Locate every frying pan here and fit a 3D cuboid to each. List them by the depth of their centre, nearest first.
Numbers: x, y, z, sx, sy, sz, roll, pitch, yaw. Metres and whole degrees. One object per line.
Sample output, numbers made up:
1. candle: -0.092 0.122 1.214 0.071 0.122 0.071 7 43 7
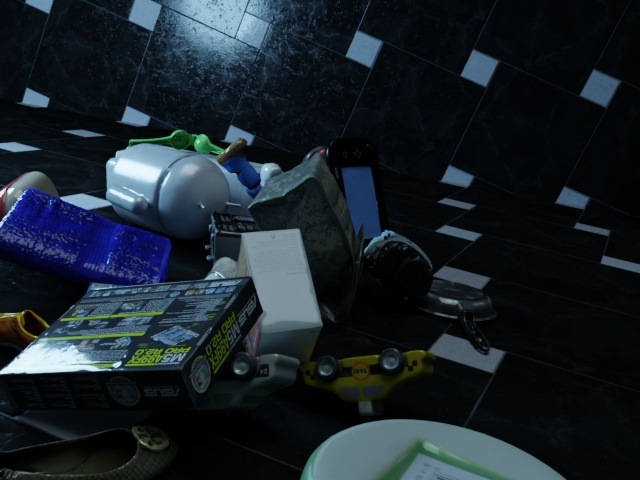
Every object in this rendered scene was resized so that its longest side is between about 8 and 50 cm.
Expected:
1. frying pan: 0.264 0.138 1.544 0.197 0.053 0.326 11 12 14

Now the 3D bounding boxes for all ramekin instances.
1. ramekin: 0.106 0.289 0.670 0.304 0.148 0.303 9 15 -2

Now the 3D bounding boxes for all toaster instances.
1. toaster: -0.154 0.010 1.627 0.186 0.110 0.168 5 16 -14

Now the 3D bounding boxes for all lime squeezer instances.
1. lime squeezer: -0.353 -0.265 2.043 0.311 0.058 0.110 10 12 0

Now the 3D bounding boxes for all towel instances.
1. towel: -0.429 0.006 1.376 0.308 0.076 0.227 19 19 -15

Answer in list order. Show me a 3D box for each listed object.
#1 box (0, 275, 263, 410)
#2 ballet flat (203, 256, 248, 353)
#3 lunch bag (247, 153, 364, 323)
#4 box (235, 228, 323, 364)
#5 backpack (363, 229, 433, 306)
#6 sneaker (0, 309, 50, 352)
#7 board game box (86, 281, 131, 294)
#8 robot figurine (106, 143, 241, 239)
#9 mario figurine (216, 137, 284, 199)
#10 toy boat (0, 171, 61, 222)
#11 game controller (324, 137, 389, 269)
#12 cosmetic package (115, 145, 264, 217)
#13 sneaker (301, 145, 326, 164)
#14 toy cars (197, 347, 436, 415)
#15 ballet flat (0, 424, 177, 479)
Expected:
1. box: -0.238 0.131 0.966 0.270 0.060 0.216 -6 25 21
2. ballet flat: -0.152 0.110 1.281 0.106 0.107 0.316 -11 22 -28
3. lunch bag: 0.000 0.000 1.474 0.169 0.286 0.235 -24 13 11
4. box: -0.067 0.089 1.116 0.091 0.130 0.170 -4 56 -15
5. backpack: 0.160 0.049 1.586 0.152 0.115 0.182 47 -3 -13
6. sneaker: -0.445 0.126 1.097 0.175 0.067 0.064 13 17 20
7. board game box: -0.306 0.130 1.206 0.160 0.047 0.210 7 15 -11
8. robot figurine: -0.361 -0.117 1.783 0.354 0.199 0.300 16 26 33
9. mario figurine: -0.102 -0.124 1.837 0.320 0.170 0.198 50 30 -11
10. toy boat: -0.630 -0.046 1.551 0.151 0.150 0.231 -22 17 0
11. game controller: 0.090 -0.088 1.791 0.067 0.318 0.167 -11 -3 40
12. cosmetic package: -0.348 -0.153 2.038 0.385 0.156 0.217 10 14 6
13. sneaker: 0.050 -0.101 1.868 0.116 0.313 0.136 -35 44 -15
14. toy cars: -0.027 0.202 1.024 0.394 0.087 0.176 2 -17 -21
15. ballet flat: -0.267 0.237 0.806 0.250 0.058 0.084 -2 20 -38
